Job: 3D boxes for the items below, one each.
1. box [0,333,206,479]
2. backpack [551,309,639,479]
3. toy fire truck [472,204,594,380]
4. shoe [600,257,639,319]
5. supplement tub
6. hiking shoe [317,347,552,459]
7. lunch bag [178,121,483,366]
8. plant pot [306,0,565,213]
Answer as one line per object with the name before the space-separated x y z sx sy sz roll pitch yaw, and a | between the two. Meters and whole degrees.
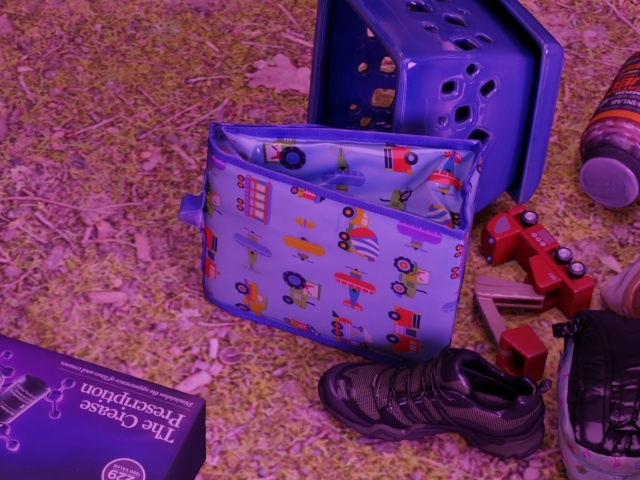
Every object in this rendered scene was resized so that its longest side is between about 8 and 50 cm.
box | -0.260 0.203 1.661 0.261 0.103 0.184 16 50 11
backpack | 0.296 0.162 1.726 0.152 0.115 0.182 2 46 14
toy fire truck | 0.210 0.052 1.872 0.135 0.047 0.192 -22 51 -22
shoe | 0.387 0.011 1.900 0.219 0.076 0.058 -35 21 -21
supplement tub | 0.358 -0.124 2.013 0.106 0.106 0.198 21 48 16
hiking shoe | 0.111 0.139 1.735 0.227 0.114 0.086 8 46 4
lunch bag | 0.000 0.000 1.788 0.293 0.221 0.138 10 46 5
plant pot | 0.127 -0.160 1.937 0.212 0.236 0.236 -9 37 -21
